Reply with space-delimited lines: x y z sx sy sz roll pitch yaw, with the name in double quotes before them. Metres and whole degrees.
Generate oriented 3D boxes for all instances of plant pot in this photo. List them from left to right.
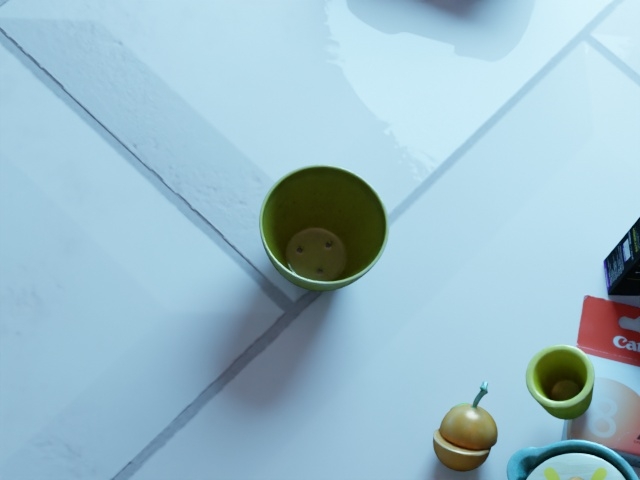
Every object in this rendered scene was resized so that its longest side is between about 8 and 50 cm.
"plant pot" 0.000 0.000 1.410 0.134 0.095 0.134 2 68 -5

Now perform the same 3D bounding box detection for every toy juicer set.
"toy juicer set" 0.210 0.272 1.285 0.209 0.089 0.329 -21 59 6

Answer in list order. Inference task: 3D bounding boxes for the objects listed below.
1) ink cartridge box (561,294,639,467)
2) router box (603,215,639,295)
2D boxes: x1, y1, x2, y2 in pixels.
"ink cartridge box" 0.340 0.149 1.414 0.145 0.045 0.179 14 69 -1
"router box" 0.408 0.019 1.426 0.179 0.133 0.046 1 68 -6
